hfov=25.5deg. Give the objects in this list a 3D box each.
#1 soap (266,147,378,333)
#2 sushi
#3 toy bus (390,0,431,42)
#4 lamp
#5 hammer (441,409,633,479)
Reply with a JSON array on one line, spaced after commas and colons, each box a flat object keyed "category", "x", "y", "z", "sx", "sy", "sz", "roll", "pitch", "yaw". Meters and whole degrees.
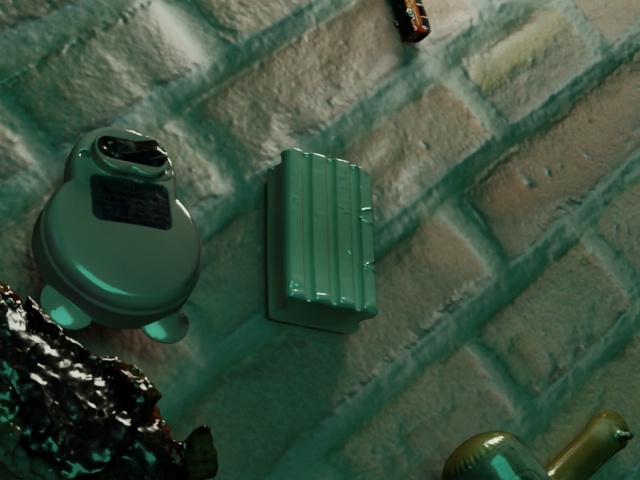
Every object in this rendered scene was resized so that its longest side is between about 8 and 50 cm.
[{"category": "soap", "x": 0.000, "y": 0.000, "z": 1.648, "sx": 0.119, "sy": 0.066, "sz": 0.198, "roll": 13, "pitch": 58, "yaw": -24}, {"category": "sushi", "x": -0.259, "y": 0.171, "z": 1.331, "sx": 0.343, "sy": 0.196, "sz": 0.182, "roll": 37, "pitch": 59, "yaw": -6}, {"category": "toy bus", "x": 0.118, "y": -0.319, "z": 1.915, "sx": 0.043, "sy": 0.031, "sz": 0.110, "roll": 2, "pitch": 63, "yaw": -36}, {"category": "lamp", "x": -0.218, "y": -0.005, "z": 1.504, "sx": 0.179, "sy": 0.108, "sz": 0.246, "roll": 13, "pitch": 57, "yaw": -28}, {"category": "hammer", "x": 0.282, "y": 0.277, "z": 1.643, "sx": 0.305, "sy": 0.113, "sz": 0.202, "roll": -26, "pitch": 81, "yaw": -45}]
